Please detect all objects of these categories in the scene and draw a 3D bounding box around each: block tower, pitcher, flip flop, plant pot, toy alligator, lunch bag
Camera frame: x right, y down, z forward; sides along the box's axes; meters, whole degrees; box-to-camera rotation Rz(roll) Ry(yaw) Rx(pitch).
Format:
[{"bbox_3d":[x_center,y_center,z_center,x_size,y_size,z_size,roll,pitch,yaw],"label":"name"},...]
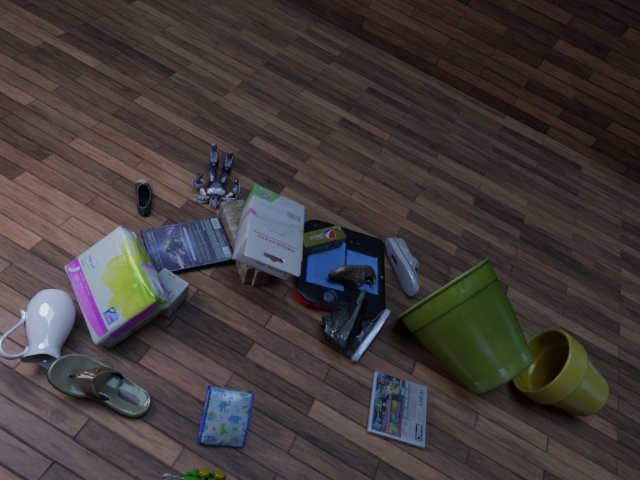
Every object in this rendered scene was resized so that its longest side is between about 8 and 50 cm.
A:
[{"bbox_3d":[-0.273,-0.001,1.794,0.091,0.097,0.335,-10,55,-28],"label":"block tower"},{"bbox_3d":[-0.762,0.234,1.373,0.178,0.126,0.207,27,43,-43],"label":"pitcher"},{"bbox_3d":[-0.574,0.381,1.339,0.277,0.080,0.112,32,53,-11],"label":"flip flop"},{"bbox_3d":[0.506,0.304,1.694,0.367,0.366,0.352,-24,75,-35],"label":"plant pot"},{"bbox_3d":[0.834,0.469,1.735,0.239,0.254,0.254,36,47,-9],"label":"plant pot"},{"bbox_3d":[-0.308,0.608,1.302,0.190,0.056,0.051,13,6,-9],"label":"toy alligator"},{"bbox_3d":[-0.259,0.484,1.394,0.129,0.096,0.151,11,78,-12],"label":"lunch bag"}]

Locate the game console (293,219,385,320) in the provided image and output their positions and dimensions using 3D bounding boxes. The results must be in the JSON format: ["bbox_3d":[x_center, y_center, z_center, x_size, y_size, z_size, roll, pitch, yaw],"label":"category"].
[{"bbox_3d":[0.080,0.103,1.866,0.342,0.060,0.386,14,49,-9],"label":"game console"}]

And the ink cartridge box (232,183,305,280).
[{"bbox_3d":[-0.170,-0.007,1.696,0.207,0.119,0.353,24,38,-20],"label":"ink cartridge box"}]

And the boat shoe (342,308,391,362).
[{"bbox_3d":[0.152,0.306,1.704,0.076,0.080,0.228,33,64,16],"label":"boat shoe"}]

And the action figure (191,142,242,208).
[{"bbox_3d":[-0.394,-0.232,1.941,0.186,0.099,0.284,12,52,-18],"label":"action figure"}]

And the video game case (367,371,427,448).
[{"bbox_3d":[0.244,0.529,1.595,0.184,0.023,0.201,19,49,-6],"label":"video game case"}]

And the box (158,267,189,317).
[{"bbox_3d":[-0.479,0.163,1.581,0.101,0.087,0.102,31,47,7],"label":"box"}]

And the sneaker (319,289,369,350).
[{"bbox_3d":[0.076,0.247,1.685,0.130,0.087,0.227,13,57,28],"label":"sneaker"}]

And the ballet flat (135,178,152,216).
[{"bbox_3d":[-0.630,-0.160,1.820,0.058,0.049,0.173,-2,52,-23],"label":"ballet flat"}]

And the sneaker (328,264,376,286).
[{"bbox_3d":[0.119,0.128,1.788,0.189,0.066,0.071,-4,57,-30],"label":"sneaker"}]

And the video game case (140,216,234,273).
[{"bbox_3d":[-0.455,0.018,1.747,0.275,0.026,0.196,-12,57,-24],"label":"video game case"}]

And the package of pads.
[{"bbox_3d":[-0.593,0.128,1.489,0.229,0.101,0.296,-36,66,1],"label":"package of pads"}]

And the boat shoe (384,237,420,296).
[{"bbox_3d":[0.331,0.095,1.949,0.088,0.096,0.267,-7,46,-20],"label":"boat shoe"}]

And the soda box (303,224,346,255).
[{"bbox_3d":[0.000,0.000,1.844,0.182,0.058,0.061,-15,59,-31],"label":"soda box"}]
